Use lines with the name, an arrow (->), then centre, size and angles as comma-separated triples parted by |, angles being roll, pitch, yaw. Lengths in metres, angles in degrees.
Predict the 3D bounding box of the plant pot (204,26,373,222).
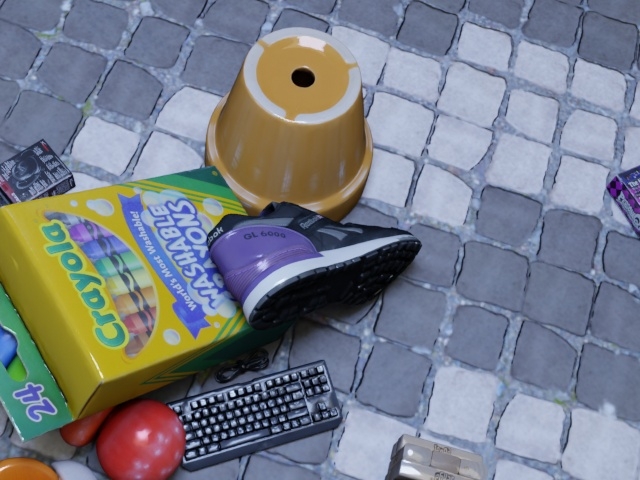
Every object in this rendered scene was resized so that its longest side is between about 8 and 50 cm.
plant pot -> -0.030, -0.136, 1.025 | 0.205, 0.188, 0.205 | 3, 65, -7

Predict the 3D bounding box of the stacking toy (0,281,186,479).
stacking toy -> -0.279, 0.135, 0.907 | 0.330, 0.141, 0.141 | 39, 66, 3

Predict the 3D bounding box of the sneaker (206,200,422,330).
sneaker -> 0.000, 0.000, 0.957 | 0.283, 0.107, 0.124 | -8, 52, -52

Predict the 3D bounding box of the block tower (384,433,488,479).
block tower -> 0.081, 0.361, 0.862 | 0.097, 0.091, 0.336 | 16, 63, 0

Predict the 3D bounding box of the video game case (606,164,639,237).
video game case -> 0.517, -0.030, 1.135 | 0.232, 0.042, 0.210 | -22, 70, -17

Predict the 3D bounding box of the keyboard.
keyboard -> -0.074, 0.173, 0.965 | 0.180, 0.023, 0.108 | -13, 67, -15

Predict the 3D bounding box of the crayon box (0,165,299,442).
crayon box -> -0.190, 0.046, 0.898 | 0.322, 0.083, 0.203 | -18, 66, -45

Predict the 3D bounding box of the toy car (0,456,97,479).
toy car -> -0.259, 0.283, 0.811 | 0.159, 0.136, 0.182 | -21, 69, -32

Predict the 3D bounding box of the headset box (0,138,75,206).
headset box -> -0.339, -0.070, 1.035 | 0.083, 0.032, 0.062 | -38, 75, -21
